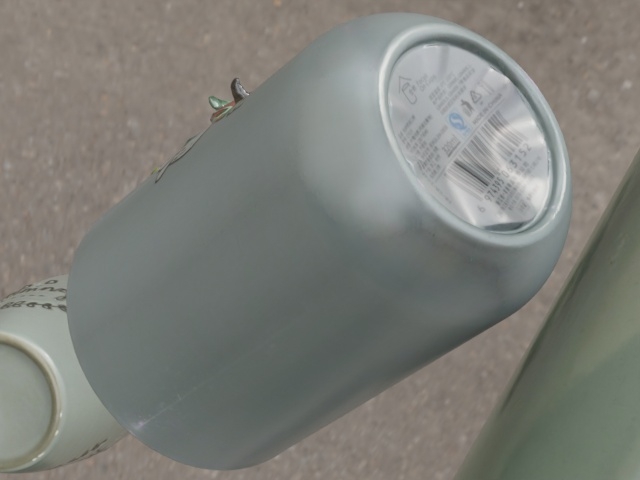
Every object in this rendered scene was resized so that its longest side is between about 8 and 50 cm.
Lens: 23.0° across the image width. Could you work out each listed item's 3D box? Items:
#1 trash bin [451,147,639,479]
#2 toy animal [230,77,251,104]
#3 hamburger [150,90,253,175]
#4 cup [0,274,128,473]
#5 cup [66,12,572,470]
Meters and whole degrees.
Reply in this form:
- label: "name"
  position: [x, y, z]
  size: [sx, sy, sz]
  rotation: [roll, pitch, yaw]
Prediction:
- label: "trash bin"
  position: [0.267, 0.140, 1.153]
  size: [0.280, 0.280, 0.432]
  rotation: [28, 82, 2]
- label: "toy animal"
  position: [0.034, -0.123, 1.514]
  size: [0.232, 0.084, 0.148]
  rotation: [-11, 60, -14]
- label: "hamburger"
  position: [-0.042, -0.084, 1.805]
  size: [0.276, 0.260, 0.150]
  rotation: [-55, 128, -39]
- label: "cup"
  position: [-0.312, 0.142, 1.560]
  size: [0.258, 0.234, 0.186]
  rotation: [-6, 94, 13]
- label: "cup"
  position: [0.000, 0.000, 0.985]
  size: [0.205, 0.312, 0.206]
  rotation: [19, 55, -29]
